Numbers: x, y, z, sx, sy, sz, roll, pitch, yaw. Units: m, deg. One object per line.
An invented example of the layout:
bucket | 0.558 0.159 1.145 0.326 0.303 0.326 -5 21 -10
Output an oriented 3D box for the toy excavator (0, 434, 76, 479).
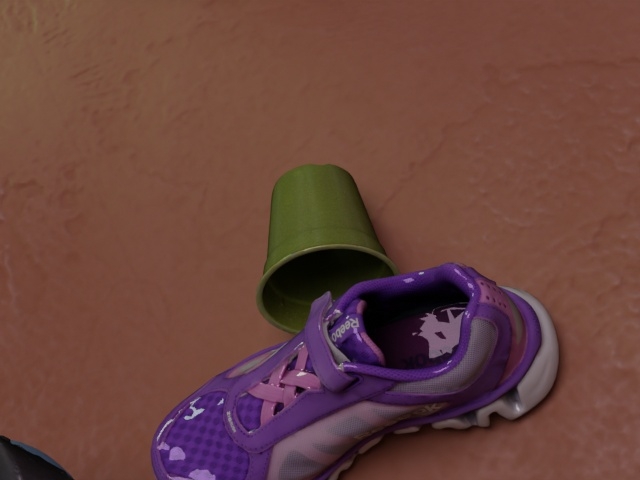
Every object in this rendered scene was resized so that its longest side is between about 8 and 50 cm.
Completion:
toy excavator | -0.297 0.301 0.858 0.445 0.222 0.433 4 68 35

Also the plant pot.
plant pot | 0.000 0.000 0.949 0.083 0.083 0.079 -18 50 10

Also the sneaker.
sneaker | 0.008 0.074 0.891 0.236 0.104 0.095 -23 62 9
